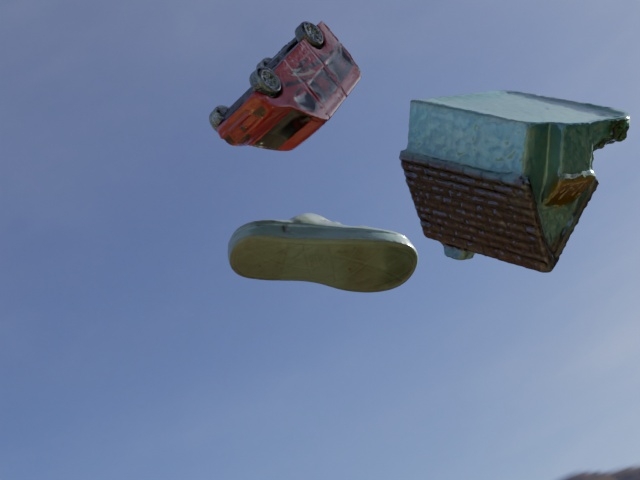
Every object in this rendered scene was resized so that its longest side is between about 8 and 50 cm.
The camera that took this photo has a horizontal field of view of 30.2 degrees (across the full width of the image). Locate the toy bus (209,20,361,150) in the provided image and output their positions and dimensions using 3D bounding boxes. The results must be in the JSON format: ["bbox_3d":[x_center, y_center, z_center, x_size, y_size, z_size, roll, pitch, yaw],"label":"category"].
[{"bbox_3d":[-0.032,-0.147,1.209,0.081,0.089,0.195,-38,11,36],"label":"toy bus"}]

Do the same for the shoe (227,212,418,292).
[{"bbox_3d":[0.000,0.000,1.184,0.195,0.078,0.079,2,-46,-18],"label":"shoe"}]

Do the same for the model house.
[{"bbox_3d":[0.286,-0.077,1.746,0.230,0.248,0.280,-12,21,-37],"label":"model house"}]
